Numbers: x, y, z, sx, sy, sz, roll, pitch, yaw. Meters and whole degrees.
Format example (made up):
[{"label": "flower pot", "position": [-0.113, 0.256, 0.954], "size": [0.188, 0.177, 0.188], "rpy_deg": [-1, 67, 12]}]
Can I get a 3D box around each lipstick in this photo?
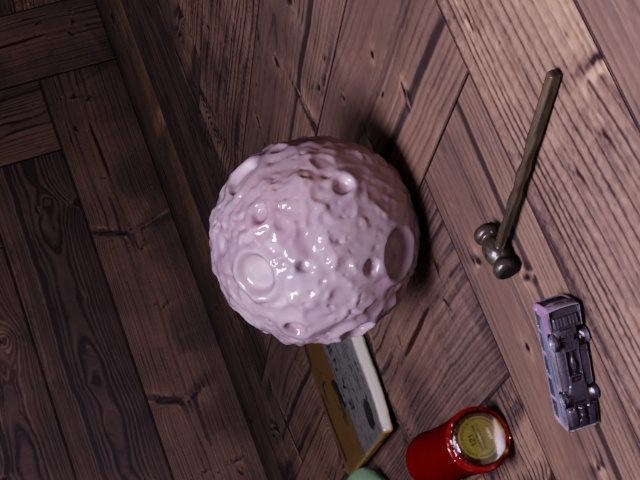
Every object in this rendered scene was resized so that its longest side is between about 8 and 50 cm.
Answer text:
[{"label": "lipstick", "position": [0.164, 0.256, 1.577], "size": [0.241, 0.080, 0.080], "rpy_deg": [120, 131, -73]}]

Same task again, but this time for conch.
[{"label": "conch", "position": [0.095, 0.439, 2.142], "size": [0.106, 0.079, 0.170], "rpy_deg": [61, 165, -19]}]

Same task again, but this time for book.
[{"label": "book", "position": [0.041, 0.236, 2.173], "size": [0.389, 0.032, 0.269], "rpy_deg": [108, 145, -68]}]

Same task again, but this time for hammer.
[{"label": "hammer", "position": [0.185, -0.062, 1.193], "size": [0.292, 0.029, 0.058], "rpy_deg": [96, 151, -57]}]

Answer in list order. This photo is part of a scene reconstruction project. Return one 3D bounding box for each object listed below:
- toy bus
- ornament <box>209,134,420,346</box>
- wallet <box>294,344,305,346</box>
[{"label": "toy bus", "position": [0.229, 0.113, 1.207], "size": [0.052, 0.036, 0.131], "rpy_deg": [-128, 22, -69]}, {"label": "ornament", "position": [0.000, 0.000, 1.548], "size": [0.225, 0.259, 0.260], "rpy_deg": [8, 123, 34]}, {"label": "wallet", "position": [-0.031, 0.094, 2.187], "size": [0.118, 0.038, 0.153], "rpy_deg": [94, 175, -47]}]
